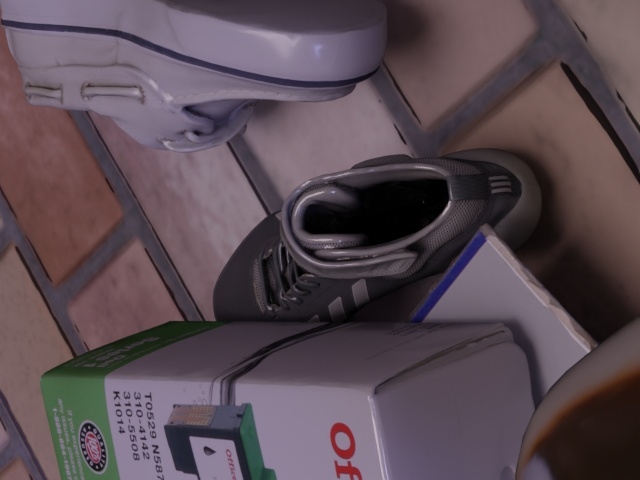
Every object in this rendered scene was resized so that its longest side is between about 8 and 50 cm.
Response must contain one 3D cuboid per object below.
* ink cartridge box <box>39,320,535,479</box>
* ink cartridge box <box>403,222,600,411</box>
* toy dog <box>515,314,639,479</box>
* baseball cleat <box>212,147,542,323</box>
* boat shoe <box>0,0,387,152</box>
[{"bbox_3d":[-0.011,0.122,0.767,0.219,0.093,0.160,-4,101,46],"label":"ink cartridge box"},{"bbox_3d":[0.112,0.192,0.783,0.307,0.072,0.303,53,133,20],"label":"ink cartridge box"},{"bbox_3d":[0.216,0.178,0.470,0.408,0.284,0.395,42,113,-1],"label":"toy dog"},{"bbox_3d":[0.000,0.000,0.798,0.206,0.109,0.072,-27,70,39],"label":"baseball cleat"},{"bbox_3d":[-0.069,-0.085,0.850,0.267,0.096,0.088,12,115,42],"label":"boat shoe"}]
